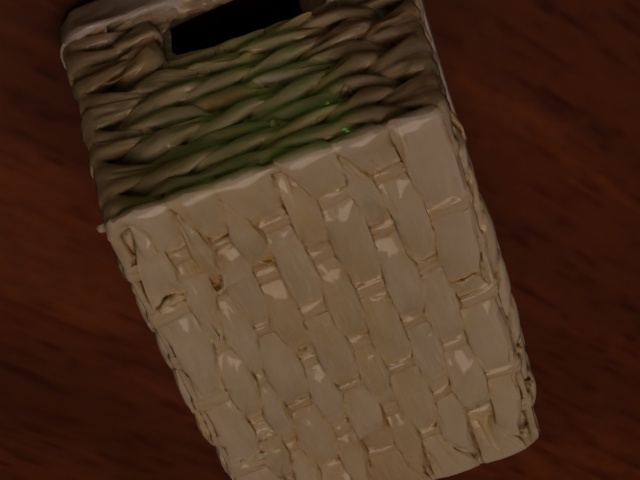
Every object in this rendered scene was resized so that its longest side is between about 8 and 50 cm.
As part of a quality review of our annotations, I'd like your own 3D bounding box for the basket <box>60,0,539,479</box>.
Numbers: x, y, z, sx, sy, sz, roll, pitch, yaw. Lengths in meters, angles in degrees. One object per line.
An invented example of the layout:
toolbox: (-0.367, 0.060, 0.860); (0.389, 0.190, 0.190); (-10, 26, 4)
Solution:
basket: (0.000, 0.000, 0.469); (0.113, 0.103, 0.167); (-19, 133, 2)
